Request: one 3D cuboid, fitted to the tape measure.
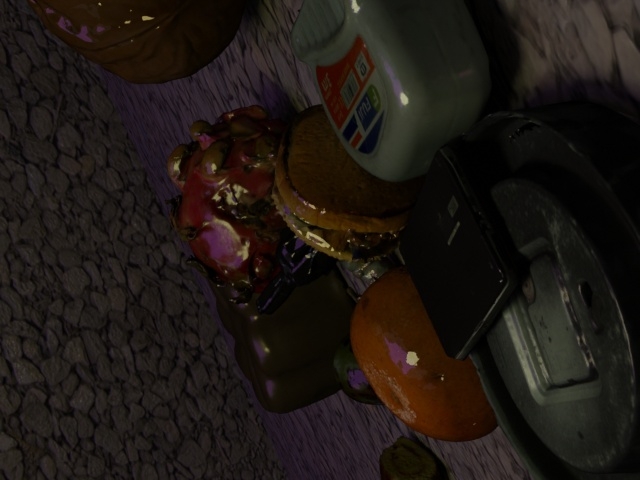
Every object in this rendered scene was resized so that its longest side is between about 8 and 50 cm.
[{"bbox_3d":[0.071,-0.187,0.902,0.246,0.125,0.243,65,167,7],"label":"tape measure"}]

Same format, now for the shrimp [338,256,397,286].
[{"bbox_3d":[0.066,0.060,1.245,0.161,0.049,0.166,38,-155,0],"label":"shrimp"}]

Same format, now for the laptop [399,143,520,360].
[{"bbox_3d":[0.130,0.021,0.892,0.207,0.026,0.154,102,151,-62],"label":"laptop"}]

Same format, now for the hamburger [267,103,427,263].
[{"bbox_3d":[0.027,-0.069,1.027,0.191,0.182,0.118,26,143,5],"label":"hamburger"}]

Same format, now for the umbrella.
[{"bbox_3d":[0.000,0.000,1.230,0.118,0.118,0.340,57,133,22],"label":"umbrella"}]

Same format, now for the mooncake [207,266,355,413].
[{"bbox_3d":[-0.083,0.141,1.704,0.378,0.200,0.378,54,160,31],"label":"mooncake"}]

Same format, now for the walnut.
[{"bbox_3d":[-0.279,-0.413,1.307,0.354,0.308,0.398,32,-166,-50],"label":"walnut"}]

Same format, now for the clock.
[{"bbox_3d":[0.225,0.066,0.789,0.386,0.076,0.386,164,90,-76],"label":"clock"}]

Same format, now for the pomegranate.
[{"bbox_3d":[0.096,0.165,1.354,0.148,0.148,0.169,-165,88,-68],"label":"pomegranate"}]

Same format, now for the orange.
[{"bbox_3d":[0.141,0.131,1.079,0.224,0.170,0.224,46,160,21],"label":"orange"}]

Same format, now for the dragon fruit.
[{"bbox_3d":[-0.118,-0.068,1.424,0.250,0.269,0.291,25,143,50],"label":"dragon fruit"}]

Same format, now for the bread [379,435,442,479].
[{"bbox_3d":[0.167,0.449,1.576,0.132,0.103,0.172,30,141,55],"label":"bread"}]
